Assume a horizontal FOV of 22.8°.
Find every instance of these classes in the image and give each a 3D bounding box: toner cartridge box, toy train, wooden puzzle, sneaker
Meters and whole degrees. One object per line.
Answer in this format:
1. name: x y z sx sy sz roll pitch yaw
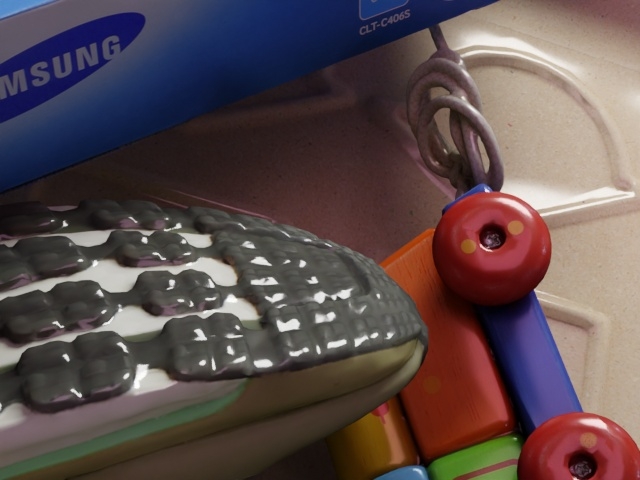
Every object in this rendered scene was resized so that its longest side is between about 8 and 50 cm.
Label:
1. toner cartridge box: -0.036 -0.138 0.628 0.348 0.075 0.165 -24 47 -23
2. toy train: 0.014 0.031 0.595 0.143 0.105 0.248 -18 66 -4
3. wooden puzzle: 0.000 0.000 0.696 0.322 0.080 0.347 17 63 -7
4. sneaker: -0.152 0.119 0.523 0.410 0.182 0.158 -21 28 -4
